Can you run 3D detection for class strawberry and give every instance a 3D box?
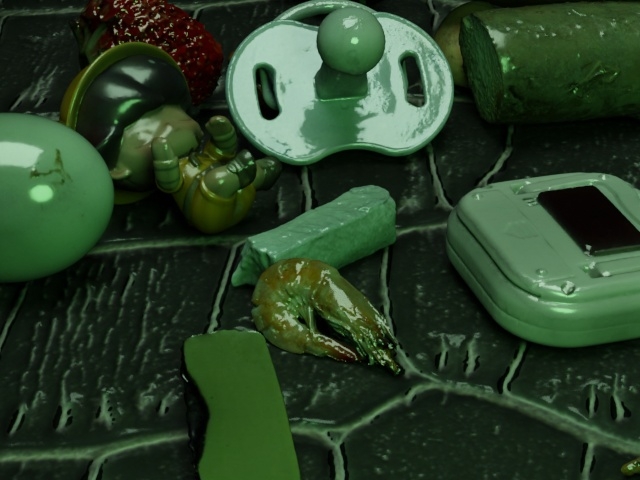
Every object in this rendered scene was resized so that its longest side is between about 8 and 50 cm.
[{"bbox_3d":[-0.217,-0.227,2.038,0.201,0.184,0.187,-3,34,-23],"label":"strawberry"}]

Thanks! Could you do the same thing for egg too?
[{"bbox_3d":[-0.352,-0.045,1.720,0.264,0.183,0.183,-2,31,8],"label":"egg"}]

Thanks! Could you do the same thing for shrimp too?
[{"bbox_3d":[0.009,0.085,1.635,0.190,0.042,0.101,33,81,27],"label":"shrimp"}]

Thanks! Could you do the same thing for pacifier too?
[{"bbox_3d":[0.030,-0.219,1.961,0.287,0.226,0.238,-2,70,-10],"label":"pacifier"}]

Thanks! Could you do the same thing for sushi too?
[{"bbox_3d":[-0.043,-0.187,2.084,0.099,0.047,0.050,1,34,5],"label":"sushi"}]

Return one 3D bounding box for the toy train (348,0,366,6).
[{"bbox_3d":[-0.023,-0.424,2.439,0.307,0.126,0.189,17,3,27],"label":"toy train"}]

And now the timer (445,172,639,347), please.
[{"bbox_3d":[0.270,0.011,1.715,0.237,0.087,0.262,-10,33,-16],"label":"timer"}]

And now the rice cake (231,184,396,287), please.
[{"bbox_3d":[0.000,0.000,1.756,0.206,0.069,0.063,-23,38,-35],"label":"rice cake"}]

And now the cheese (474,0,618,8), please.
[{"bbox_3d":[0.367,-0.367,2.136,0.384,0.104,0.384,3,0,0],"label":"cheese"}]

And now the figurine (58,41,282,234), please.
[{"bbox_3d":[-0.188,-0.105,1.846,0.257,0.167,0.192,43,34,20],"label":"figurine"}]

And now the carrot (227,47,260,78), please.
[{"bbox_3d":[-0.028,-0.252,2.203,0.216,0.048,0.048,-9,32,-24],"label":"carrot"}]

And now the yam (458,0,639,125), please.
[{"bbox_3d":[0.316,-0.227,2.039,0.268,0.161,0.161,-5,31,-16],"label":"yam"}]

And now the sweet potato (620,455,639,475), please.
[{"bbox_3d":[0.382,0.180,1.460,0.226,0.068,0.068,-7,32,-10],"label":"sweet potato"}]

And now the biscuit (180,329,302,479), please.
[{"bbox_3d":[-0.076,0.182,1.483,0.099,0.038,0.322,-2,30,-10],"label":"biscuit"}]

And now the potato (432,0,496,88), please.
[{"bbox_3d":[0.202,-0.260,2.156,0.112,0.112,0.147,4,37,7],"label":"potato"}]
